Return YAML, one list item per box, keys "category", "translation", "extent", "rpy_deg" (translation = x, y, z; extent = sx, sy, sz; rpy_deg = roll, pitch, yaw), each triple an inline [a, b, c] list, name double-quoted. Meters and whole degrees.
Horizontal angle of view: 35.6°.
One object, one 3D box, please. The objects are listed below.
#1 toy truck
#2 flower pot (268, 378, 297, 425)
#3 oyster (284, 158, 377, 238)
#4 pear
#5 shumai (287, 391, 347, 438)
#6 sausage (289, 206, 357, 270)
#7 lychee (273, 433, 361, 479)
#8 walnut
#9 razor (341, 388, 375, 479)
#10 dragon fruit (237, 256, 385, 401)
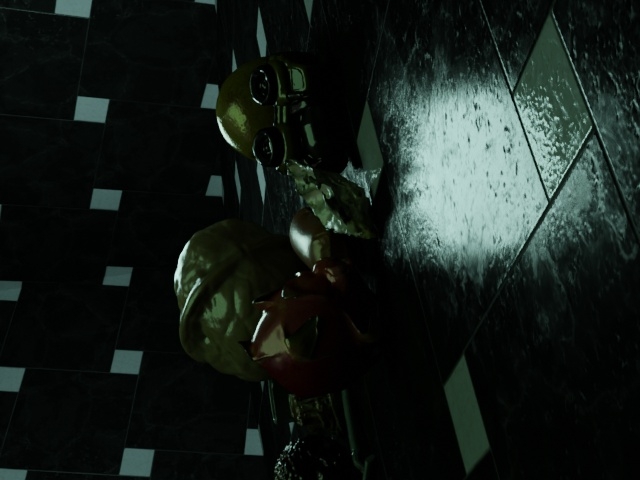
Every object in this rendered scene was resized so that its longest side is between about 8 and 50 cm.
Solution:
- category: "toy truck"
  translation: [-0.022, -0.224, 1.758]
  extent: [0.165, 0.147, 0.224]
  rpy_deg: [4, 102, 52]
- category: "flower pot"
  translation: [-0.077, 0.341, 2.492]
  extent: [0.103, 0.108, 0.229]
  rpy_deg: [-169, 73, -80]
- category: "oyster"
  translation: [0.016, -0.081, 1.662]
  extent: [0.209, 0.072, 0.132]
  rpy_deg: [31, 149, 59]
- category: "pear"
  translation: [-0.104, -0.249, 1.972]
  extent: [0.209, 0.209, 0.208]
  rpy_deg: [173, 90, -80]
- category: "shumai"
  translation: [-0.006, 0.337, 2.048]
  extent: [0.145, 0.116, 0.145]
  rpy_deg: [170, 90, -90]
- category: "sausage"
  translation: [0.000, 0.001, 1.845]
  extent: [0.274, 0.105, 0.105]
  rpy_deg: [-137, 41, -75]
- category: "lychee"
  translation: [-0.005, 0.485, 2.008]
  extent: [0.188, 0.188, 0.188]
  rpy_deg: [173, 90, -80]
- category: "walnut"
  translation: [-0.170, 0.139, 2.275]
  extent: [0.381, 0.381, 0.381]
  rpy_deg: [173, 90, -80]
- category: "razor"
  translation: [0.063, 0.365, 1.930]
  extent: [0.211, 0.036, 0.084]
  rpy_deg: [-108, 17, -44]
- category: "dragon fruit"
  translation: [-0.001, 0.144, 1.648]
  extent: [0.224, 0.227, 0.224]
  rpy_deg: [47, -178, -3]
